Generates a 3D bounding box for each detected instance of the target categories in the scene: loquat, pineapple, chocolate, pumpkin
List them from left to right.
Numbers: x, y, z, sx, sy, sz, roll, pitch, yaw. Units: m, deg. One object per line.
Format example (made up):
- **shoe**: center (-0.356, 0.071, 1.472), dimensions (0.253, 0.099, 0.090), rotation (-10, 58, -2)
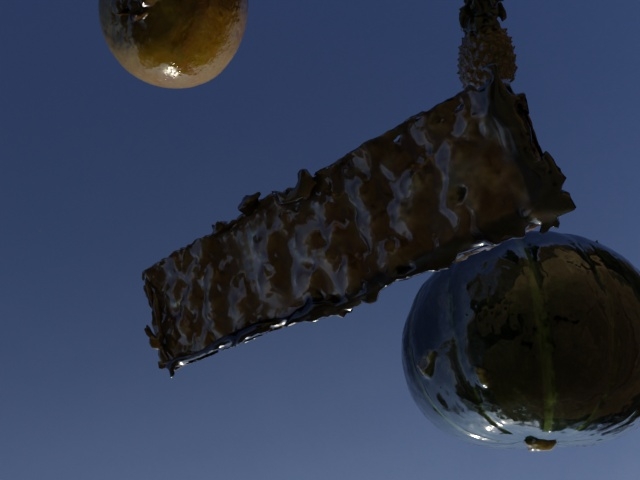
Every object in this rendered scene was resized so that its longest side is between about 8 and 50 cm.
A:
- **loquat**: center (-0.143, -0.225, 0.704), dimensions (0.163, 0.163, 0.137), rotation (-34, -106, -18)
- **chocolate**: center (0.004, 0.003, 0.488), dimensions (0.065, 0.329, 0.102), rotation (-6, -106, -59)
- **pineapple**: center (0.189, -0.258, 0.842), dimensions (0.074, 0.074, 0.159), rotation (-16, -72, -20)
- **pumpkin**: center (0.260, 0.135, 0.885), dimensions (0.323, 0.323, 0.241), rotation (9, -123, -21)
